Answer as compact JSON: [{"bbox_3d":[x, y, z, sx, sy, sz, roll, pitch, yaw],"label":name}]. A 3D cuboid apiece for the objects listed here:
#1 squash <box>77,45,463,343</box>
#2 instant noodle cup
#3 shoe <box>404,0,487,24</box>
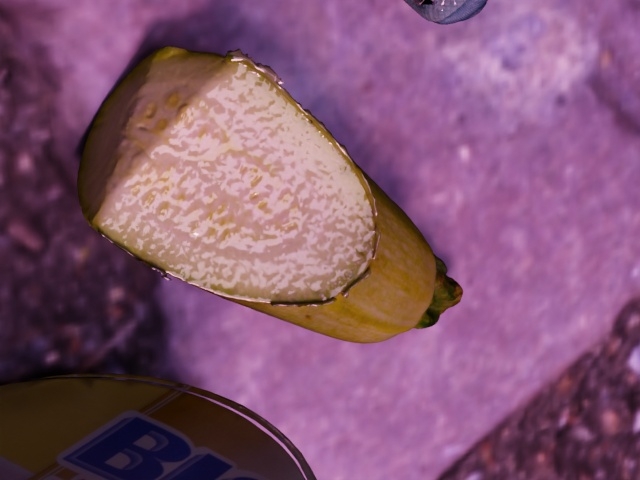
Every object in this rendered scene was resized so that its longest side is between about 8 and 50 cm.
[{"bbox_3d":[0.001,-0.001,0.743,0.200,0.075,0.090,29,65,-37],"label":"squash"},{"bbox_3d":[-0.100,0.167,0.682,0.205,0.205,0.153,-17,126,-26],"label":"instant noodle cup"},{"bbox_3d":[0.063,-0.141,0.733,0.207,0.091,0.106,10,124,-38],"label":"shoe"}]
